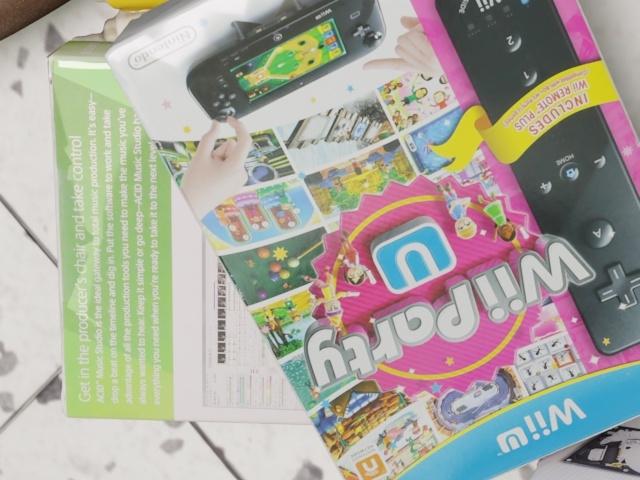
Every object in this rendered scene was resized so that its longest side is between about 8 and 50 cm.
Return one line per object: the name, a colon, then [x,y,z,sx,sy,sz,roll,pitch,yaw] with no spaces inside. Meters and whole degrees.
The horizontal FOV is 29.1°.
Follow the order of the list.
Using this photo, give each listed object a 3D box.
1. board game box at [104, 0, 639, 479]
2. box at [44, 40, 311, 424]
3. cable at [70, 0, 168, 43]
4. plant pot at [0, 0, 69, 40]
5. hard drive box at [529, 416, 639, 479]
board game box: [0.060,-0.026,0.666,0.224,0.097,0.303,-26,108,9]
box: [0.000,0.000,0.756,0.321,0.058,0.232,2,109,-1]
cable: [-0.011,-0.147,0.755,0.287,0.072,0.139,-9,141,16]
plant pot: [-0.226,-0.215,0.784,0.230,0.215,0.215,-10,103,12]
hard drive box: [0.250,0.145,0.683,0.232,0.181,0.089,-2,104,24]
